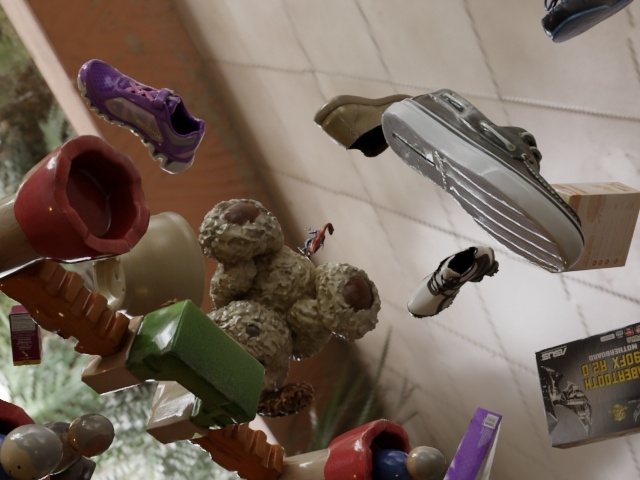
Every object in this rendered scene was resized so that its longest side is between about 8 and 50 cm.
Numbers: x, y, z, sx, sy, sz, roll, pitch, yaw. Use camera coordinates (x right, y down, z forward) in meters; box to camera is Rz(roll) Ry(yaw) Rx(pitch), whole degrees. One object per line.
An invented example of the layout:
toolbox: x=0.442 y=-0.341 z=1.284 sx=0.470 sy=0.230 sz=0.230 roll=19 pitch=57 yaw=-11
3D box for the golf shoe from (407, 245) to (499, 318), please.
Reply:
golf shoe: x=0.230 y=0.068 z=1.842 sx=0.094 sy=0.198 sz=0.077 roll=29 pitch=-154 yaw=-54

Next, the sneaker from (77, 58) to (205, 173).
sneaker: x=-0.279 y=-0.217 z=1.614 sx=0.236 sy=0.095 sz=0.104 roll=40 pitch=136 yaw=-16

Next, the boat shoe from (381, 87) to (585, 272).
boat shoe: x=0.213 y=-0.097 z=1.217 sx=0.335 sy=0.119 sz=0.121 roll=46 pitch=163 yaw=35

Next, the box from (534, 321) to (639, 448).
box: x=0.510 y=0.261 z=1.787 sx=0.056 sy=0.231 sz=0.183 roll=22 pitch=-124 yaw=-46

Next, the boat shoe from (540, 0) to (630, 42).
boat shoe: x=0.402 y=-0.373 z=1.549 sx=0.109 sy=0.258 sz=0.089 roll=-36 pitch=86 yaw=40

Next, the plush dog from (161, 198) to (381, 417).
plush dog: x=-0.085 y=0.110 z=1.310 sx=0.262 sy=0.225 sz=0.211 roll=34 pitch=154 yaw=0

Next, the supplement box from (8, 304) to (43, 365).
supplement box: x=-0.451 y=0.144 z=1.530 sx=0.055 sy=0.043 sz=0.083 roll=-137 pitch=44 yaw=-75

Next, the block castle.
block castle: x=-0.097 y=0.176 z=0.725 sx=0.212 sy=0.303 sz=0.453 roll=-19 pitch=129 yaw=31

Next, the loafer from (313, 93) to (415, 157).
loafer: x=0.099 y=-0.194 z=1.739 sx=0.102 sy=0.268 sz=0.092 roll=-41 pitch=67 yaw=40

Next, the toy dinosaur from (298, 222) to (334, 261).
toy dinosaur: x=0.000 y=0.000 z=1.844 sx=0.047 sy=0.082 sz=0.090 roll=47 pitch=169 yaw=-21

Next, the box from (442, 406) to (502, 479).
box: x=0.263 y=0.488 z=1.897 sx=0.057 sy=0.293 sz=0.201 roll=18 pitch=132 yaw=19

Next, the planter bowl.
planter bowl: x=-0.250 y=0.045 z=1.397 sx=0.162 sy=0.109 sz=0.162 roll=11 pitch=104 yaw=49

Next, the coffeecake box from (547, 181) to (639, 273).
coffeecake box: x=0.463 y=-0.025 z=1.744 sx=0.068 sy=0.185 sz=0.142 roll=34 pitch=121 yaw=51
